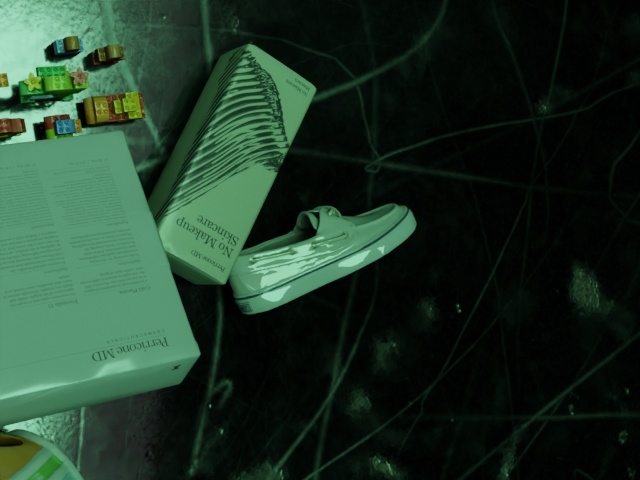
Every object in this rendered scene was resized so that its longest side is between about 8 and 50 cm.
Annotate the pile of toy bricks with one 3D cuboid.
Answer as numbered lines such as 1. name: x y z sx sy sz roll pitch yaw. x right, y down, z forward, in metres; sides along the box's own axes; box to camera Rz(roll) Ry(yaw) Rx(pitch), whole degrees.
1. pile of toy bricks: -0.293 -0.171 1.264 0.212 0.105 0.118 -11 93 -28

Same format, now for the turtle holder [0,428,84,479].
1. turtle holder: -0.327 0.343 1.154 0.320 0.243 0.227 52 52 -12

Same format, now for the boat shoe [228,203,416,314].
1. boat shoe: 0.000 0.000 1.426 0.267 0.096 0.088 -25 104 -18

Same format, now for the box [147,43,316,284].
1. box: -0.118 -0.090 1.361 0.113 0.094 0.275 30 74 -25

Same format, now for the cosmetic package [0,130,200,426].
1. cosmetic package: -0.349 0.048 1.172 0.377 0.097 0.284 -10 65 -28
